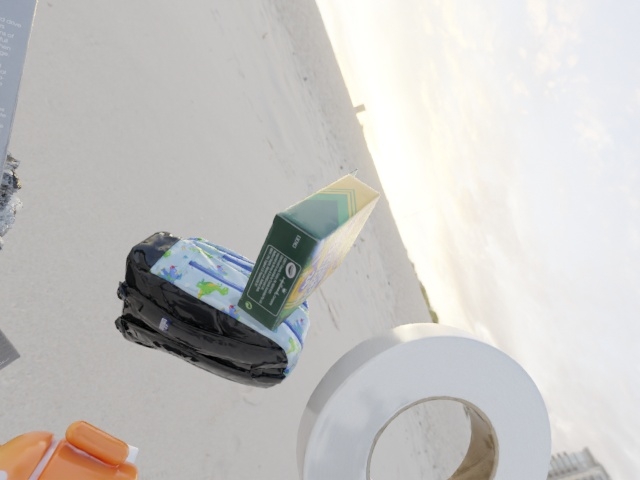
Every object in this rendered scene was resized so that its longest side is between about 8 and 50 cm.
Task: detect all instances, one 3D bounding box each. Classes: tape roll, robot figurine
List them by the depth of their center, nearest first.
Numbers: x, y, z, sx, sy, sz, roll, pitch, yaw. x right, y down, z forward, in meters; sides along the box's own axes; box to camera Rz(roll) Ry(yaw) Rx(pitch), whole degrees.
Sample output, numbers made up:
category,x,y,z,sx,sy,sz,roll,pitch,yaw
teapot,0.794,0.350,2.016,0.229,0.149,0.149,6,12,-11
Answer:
category,x,y,z,sx,sy,sz,roll,pitch,yaw
robot figurine,-0.316,0.316,0.485,0.220,0.158,0.128,34,29,-17
tape roll,0.158,0.322,0.614,0.072,0.393,0.391,-149,-141,-78

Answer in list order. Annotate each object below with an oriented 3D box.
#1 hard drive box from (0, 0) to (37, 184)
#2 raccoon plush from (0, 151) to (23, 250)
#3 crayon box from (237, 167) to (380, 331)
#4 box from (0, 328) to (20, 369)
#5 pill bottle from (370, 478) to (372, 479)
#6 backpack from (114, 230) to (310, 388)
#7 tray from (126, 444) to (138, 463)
category,x,y,z,sx,sy,sz,roll,pitch,yaw
hard drive box,-0.246,-0.176,0.241,0.181,0.232,0.089,38,21,31
raccoon plush,-1.039,-0.120,1.075,0.216,0.299,0.447,43,23,29
crayon box,0.000,0.000,0.749,0.083,0.203,0.323,34,33,11
box,-0.852,0.222,0.818,0.212,0.294,0.395,48,-38,1
pill bottle,0.051,0.531,0.780,0.152,0.086,0.085,-14,85,-61
backpack,-0.198,0.157,0.840,0.273,0.356,0.289,-44,161,-51
tray,-0.538,0.594,0.912,0.145,0.030,0.270,32,49,-21
